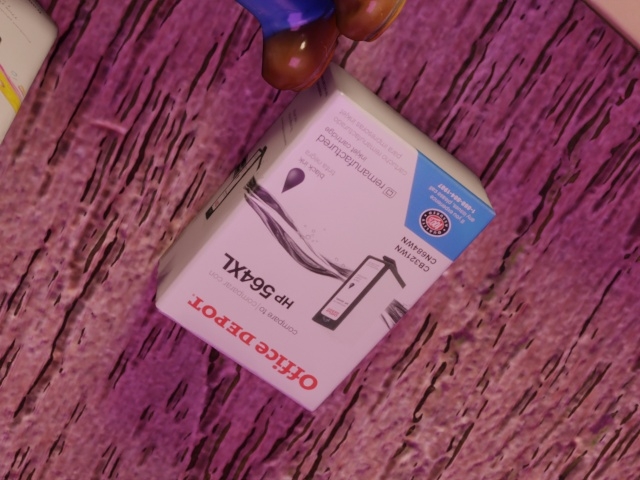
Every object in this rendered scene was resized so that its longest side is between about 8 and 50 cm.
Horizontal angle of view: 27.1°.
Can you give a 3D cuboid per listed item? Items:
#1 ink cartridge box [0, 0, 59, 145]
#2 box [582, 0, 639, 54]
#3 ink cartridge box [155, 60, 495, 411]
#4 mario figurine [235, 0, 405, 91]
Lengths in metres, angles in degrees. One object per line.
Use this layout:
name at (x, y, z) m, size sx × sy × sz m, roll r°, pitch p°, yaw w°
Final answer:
ink cartridge box at (-0.289, -0.060, 0.777) m, size 0.226 × 0.306 × 0.131 m, roll -39°, pitch 111°, yaw 13°
box at (0.246, -0.184, 0.863) m, size 0.311 × 0.121 × 0.148 m, roll 36°, pitch 106°, yaw -18°
ink cartridge box at (0.000, 0.000, 0.946) m, size 0.148 × 0.086 × 0.203 m, roll 35°, pitch 106°, yaw -18°
mario figurine at (-0.109, -0.202, 0.805) m, size 0.320 × 0.170 × 0.198 m, roll 35°, pitch 109°, yaw -19°
